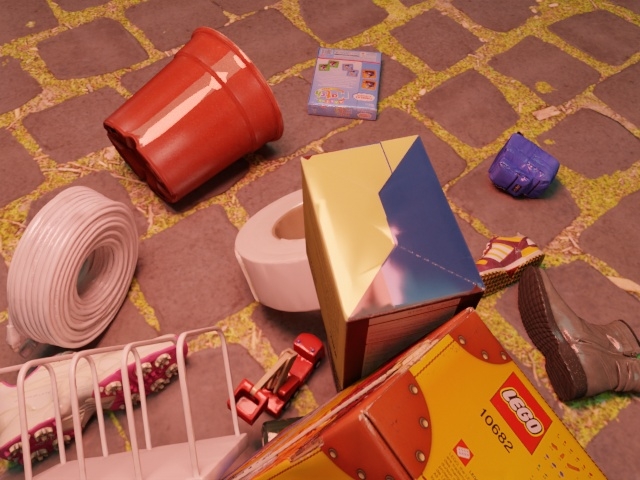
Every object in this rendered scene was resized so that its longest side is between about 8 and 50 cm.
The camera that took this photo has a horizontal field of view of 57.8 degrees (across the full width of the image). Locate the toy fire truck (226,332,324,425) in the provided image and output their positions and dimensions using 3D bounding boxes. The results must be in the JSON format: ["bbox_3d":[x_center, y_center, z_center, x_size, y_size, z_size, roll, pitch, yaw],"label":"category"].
[{"bbox_3d":[-0.061,0.210,0.901,0.047,0.135,0.192,30,59,19],"label":"toy fire truck"}]

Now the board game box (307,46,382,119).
[{"bbox_3d":[0.061,-0.378,1.387,0.160,0.039,0.211,6,54,4],"label":"board game box"}]

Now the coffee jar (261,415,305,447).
[{"bbox_3d":[0.008,0.299,0.863,0.185,0.096,0.079,-8,60,-6],"label":"coffee jar"}]

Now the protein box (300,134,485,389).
[{"bbox_3d":[0.066,0.031,0.652,0.136,0.201,0.199,-11,58,-7],"label":"protein box"}]

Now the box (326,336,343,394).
[{"bbox_3d":[0.064,0.140,0.867,0.094,0.275,0.113,-10,55,-6],"label":"box"}]

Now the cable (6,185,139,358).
[{"bbox_3d":[-0.392,0.045,0.939,0.089,0.257,0.257,18,33,10],"label":"cable"}]

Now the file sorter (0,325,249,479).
[{"bbox_3d":[-0.259,0.219,0.724,0.278,0.193,0.173,-11,84,6],"label":"file sorter"}]

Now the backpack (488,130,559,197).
[{"bbox_3d":[0.416,-0.141,1.191,0.120,0.098,0.101,32,68,5],"label":"backpack"}]

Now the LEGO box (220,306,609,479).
[{"bbox_3d":[0.133,0.378,0.538,0.193,0.372,0.500,-25,75,-47],"label":"LEGO box"}]

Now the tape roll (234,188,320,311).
[{"bbox_3d":[0.000,0.000,0.996,0.286,0.100,0.286,-16,27,8],"label":"tape roll"}]

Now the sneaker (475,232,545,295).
[{"bbox_3d":[0.321,0.041,1.079,0.186,0.069,0.084,-17,47,-20],"label":"sneaker"}]

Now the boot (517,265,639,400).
[{"bbox_3d":[0.450,0.154,0.998,0.161,0.083,0.246,-5,60,-13],"label":"boot"}]

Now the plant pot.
[{"bbox_3d":[-0.261,-0.231,1.154,0.272,0.272,0.265,38,70,23],"label":"plant pot"}]

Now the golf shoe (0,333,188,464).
[{"bbox_3d":[-0.364,0.213,0.912,0.306,0.115,0.140,-27,56,-20],"label":"golf shoe"}]
